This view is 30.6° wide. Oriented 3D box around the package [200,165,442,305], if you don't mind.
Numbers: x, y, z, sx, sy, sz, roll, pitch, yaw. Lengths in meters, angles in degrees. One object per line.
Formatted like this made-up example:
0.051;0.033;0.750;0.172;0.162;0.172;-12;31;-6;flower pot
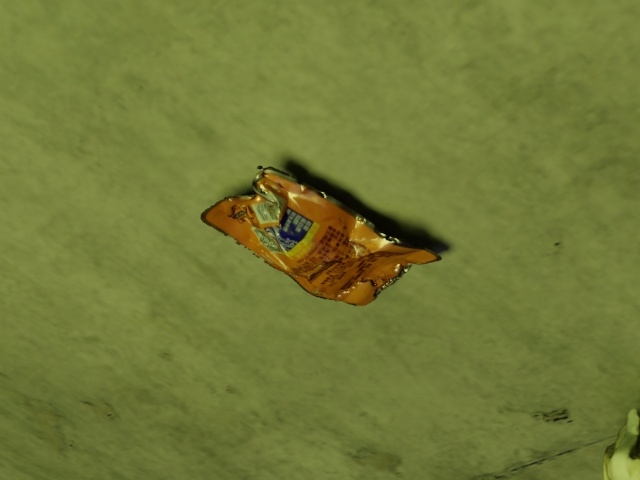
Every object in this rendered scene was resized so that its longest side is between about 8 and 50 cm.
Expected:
-0.001;0.001;0.583;0.111;0.033;0.077;31;126;-22;package

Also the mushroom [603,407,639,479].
0.255;0.179;0.653;0.278;0.096;0.099;39;178;-24;mushroom
